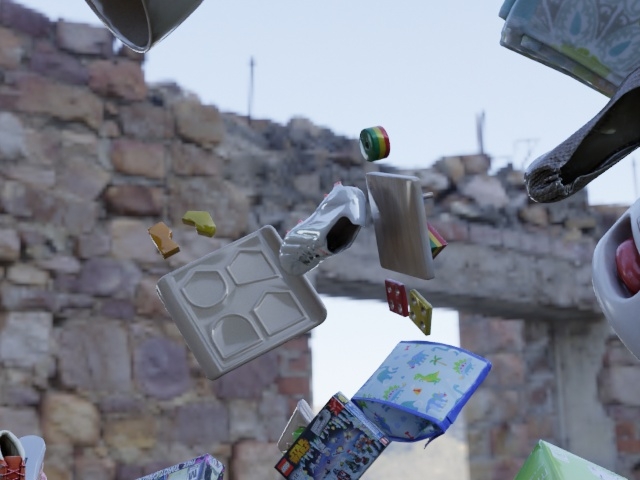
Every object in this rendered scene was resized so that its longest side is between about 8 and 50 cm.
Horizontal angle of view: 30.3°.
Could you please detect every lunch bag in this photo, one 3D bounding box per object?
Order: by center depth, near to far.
[{"bbox_3d":[0.141,0.203,1.577,0.151,0.129,0.096,-6,-56,50],"label":"lunch bag"}]

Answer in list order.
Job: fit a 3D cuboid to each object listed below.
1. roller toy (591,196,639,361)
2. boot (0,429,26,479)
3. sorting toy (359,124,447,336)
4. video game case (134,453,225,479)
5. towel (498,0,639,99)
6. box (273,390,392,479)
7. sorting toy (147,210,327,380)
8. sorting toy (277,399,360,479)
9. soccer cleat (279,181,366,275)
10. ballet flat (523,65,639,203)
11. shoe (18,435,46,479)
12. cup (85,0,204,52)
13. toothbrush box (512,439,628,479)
[{"bbox_3d":[0.338,0.028,0.988,0.209,0.191,0.146,-20,-26,-49],"label":"roller toy"},{"bbox_3d":[-0.411,0.326,1.550,0.059,0.158,0.084,5,-47,-37],"label":"boot"},{"bbox_3d":[0.119,-0.016,1.555,0.046,0.274,0.132,-14,11,-22],"label":"sorting toy"},{"bbox_3d":[-0.230,0.387,1.457,0.232,0.210,0.042,-24,-53,31],"label":"video game case"},{"bbox_3d":[0.452,-0.359,1.565,0.320,0.374,0.090,27,18,-6],"label":"towel"},{"bbox_3d":[0.015,0.272,1.508,0.137,0.094,0.027,-53,-15,21],"label":"box"},{"bbox_3d":[-0.157,0.069,2.016,0.229,0.307,0.041,-28,-26,-12],"label":"sorting toy"},{"bbox_3d":[0.003,0.340,1.679,0.038,0.193,0.208,-29,-19,-22],"label":"sorting toy"},{"bbox_3d":[0.000,0.000,1.621,0.068,0.076,0.196,11,-40,-28],"label":"soccer cleat"},{"bbox_3d":[0.349,-0.129,1.402,0.250,0.084,0.058,-37,14,6],"label":"ballet flat"},{"bbox_3d":[-0.444,0.373,1.749,0.063,0.081,0.178,3,28,3],"label":"shoe"},{"bbox_3d":[-0.211,-0.439,1.498,0.237,0.331,0.331,-34,-3,-16],"label":"cup"},{"bbox_3d":[0.244,0.366,1.166,0.122,0.206,0.283,25,18,-13],"label":"toothbrush box"}]
